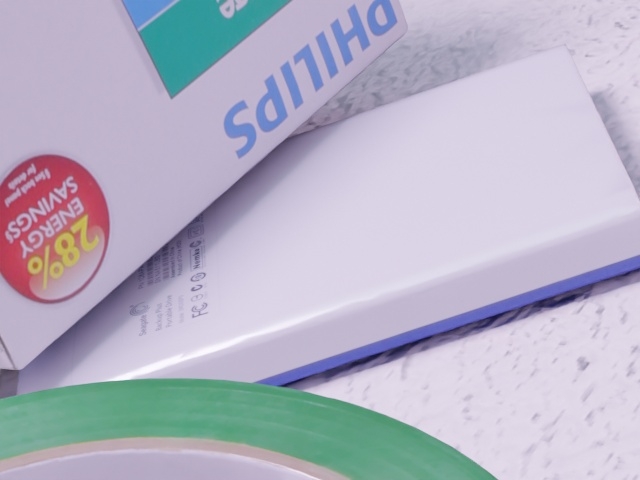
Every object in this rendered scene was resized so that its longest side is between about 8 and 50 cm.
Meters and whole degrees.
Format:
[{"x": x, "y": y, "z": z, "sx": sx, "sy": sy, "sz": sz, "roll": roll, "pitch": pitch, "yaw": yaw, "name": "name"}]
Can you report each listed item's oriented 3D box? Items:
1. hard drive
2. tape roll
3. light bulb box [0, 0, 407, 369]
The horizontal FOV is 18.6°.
[{"x": 0.000, "y": 0.000, "z": 1.034, "sx": 0.319, "sy": 0.040, "sz": 0.210, "roll": -19, "pitch": 28, "yaw": 5, "name": "hard drive"}, {"x": -0.069, "y": 0.165, "z": 0.662, "sx": 0.321, "sy": 0.077, "sz": 0.321, "roll": -3, "pitch": 30, "yaw": 2, "name": "tape roll"}, {"x": -0.213, "y": -0.122, "z": 1.122, "sx": 0.361, "sy": 0.225, "sz": 0.358, "roll": 1, "pitch": 34, "yaw": 44, "name": "light bulb box"}]
